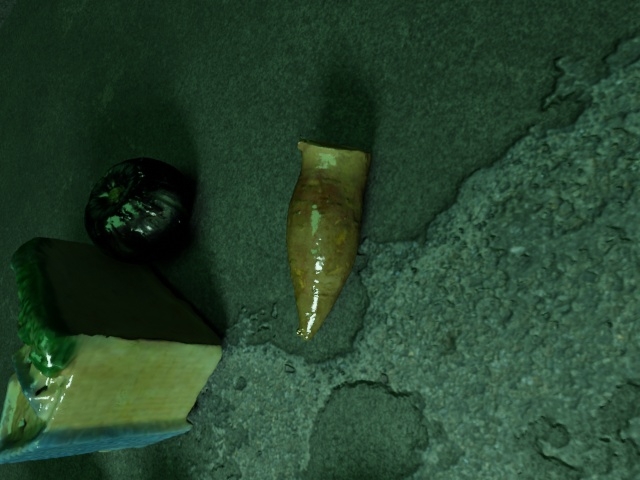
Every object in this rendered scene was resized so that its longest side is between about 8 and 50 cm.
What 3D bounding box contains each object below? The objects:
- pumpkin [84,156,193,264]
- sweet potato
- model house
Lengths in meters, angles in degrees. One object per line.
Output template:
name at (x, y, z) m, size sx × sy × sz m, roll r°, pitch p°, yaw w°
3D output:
pumpkin at (-0.379, -0.063, 0.936) m, size 0.233 × 0.163 × 0.232 m, roll -12°, pitch 61°, yaw 22°
sweet potato at (0.003, 0.000, 0.717) m, size 0.131 × 0.131 × 0.336 m, roll 7°, pitch 88°, yaw 32°
model house at (-0.463, 0.231, 0.870) m, size 0.382 × 0.335 × 0.342 m, roll 37°, pitch 102°, yaw 40°
